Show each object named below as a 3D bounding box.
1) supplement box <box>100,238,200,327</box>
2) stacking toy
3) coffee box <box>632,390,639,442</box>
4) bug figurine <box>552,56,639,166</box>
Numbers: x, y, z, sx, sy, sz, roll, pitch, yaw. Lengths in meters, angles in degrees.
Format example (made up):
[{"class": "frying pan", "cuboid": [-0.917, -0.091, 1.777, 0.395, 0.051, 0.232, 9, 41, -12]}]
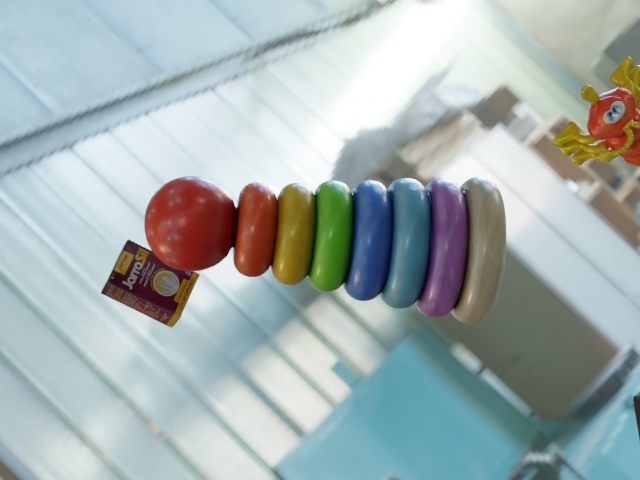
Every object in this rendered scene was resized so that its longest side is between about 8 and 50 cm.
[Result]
[{"class": "supplement box", "cuboid": [-0.174, 0.044, 1.446, 0.055, 0.083, 0.043, -68, 9, -25]}, {"class": "stacking toy", "cuboid": [0.000, 0.000, 1.328, 0.141, 0.330, 0.141, -176, 90, -83]}, {"class": "coffee box", "cuboid": [0.404, 0.147, 1.300, 0.141, 0.098, 0.246, -88, 24, -44]}, {"class": "bug figurine", "cuboid": [0.319, -0.141, 1.090, 0.216, 0.072, 0.279, 28, -75, -46]}]
